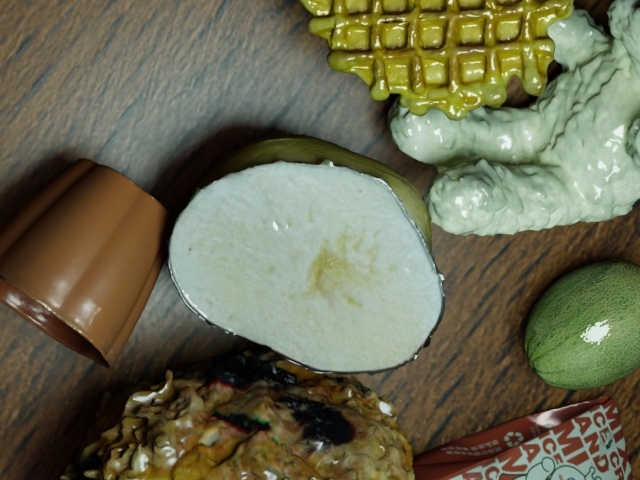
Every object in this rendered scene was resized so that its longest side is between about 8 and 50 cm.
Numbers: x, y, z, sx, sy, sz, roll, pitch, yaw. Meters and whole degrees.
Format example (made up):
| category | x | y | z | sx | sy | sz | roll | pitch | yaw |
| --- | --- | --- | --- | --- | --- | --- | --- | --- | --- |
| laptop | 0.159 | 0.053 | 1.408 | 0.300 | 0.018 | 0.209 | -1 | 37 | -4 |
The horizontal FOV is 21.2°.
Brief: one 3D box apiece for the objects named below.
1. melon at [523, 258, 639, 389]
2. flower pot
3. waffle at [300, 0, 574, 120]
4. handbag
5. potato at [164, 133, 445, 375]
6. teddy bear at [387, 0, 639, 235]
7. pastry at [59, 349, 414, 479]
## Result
| category | x | y | z | sx | sy | sz | roll | pitch | yaw |
| --- | --- | --- | --- | --- | --- | --- | --- | --- | --- |
| melon | 0.326 | 0.095 | 1.997 | 0.192 | 0.139 | 0.139 | -31 | 104 | -2 |
| flower pot | -0.252 | 0.016 | 1.838 | 0.190 | 0.190 | 0.173 | 39 | 77 | -15 |
| waffle | 0.128 | -0.268 | 1.819 | 0.309 | 0.065 | 0.283 | 41 | 93 | 0 |
| handbag | 0.235 | 0.299 | 2.003 | 0.298 | 0.151 | 0.171 | -21 | 97 | -13 |
| potato | 0.000 | 0.000 | 1.863 | 0.300 | 0.196 | 0.246 | 22 | 112 | 1 |
| teddy bear | 0.313 | -0.200 | 1.859 | 0.375 | 0.327 | 0.362 | 2 | 134 | -26 |
| pastry | -0.073 | 0.266 | 1.844 | 0.405 | 0.337 | 0.292 | 7 | 117 | 14 |
